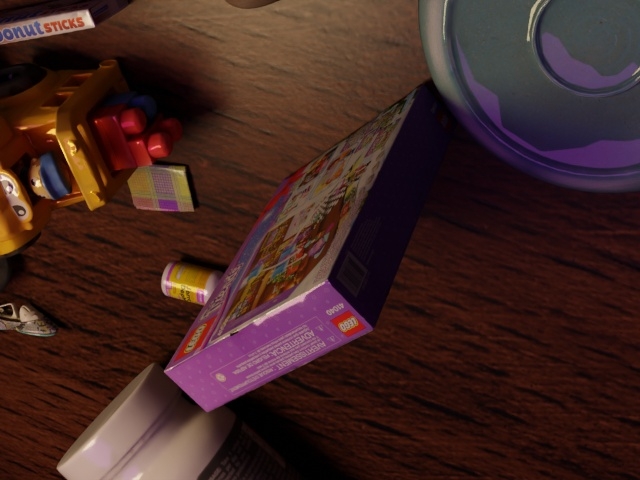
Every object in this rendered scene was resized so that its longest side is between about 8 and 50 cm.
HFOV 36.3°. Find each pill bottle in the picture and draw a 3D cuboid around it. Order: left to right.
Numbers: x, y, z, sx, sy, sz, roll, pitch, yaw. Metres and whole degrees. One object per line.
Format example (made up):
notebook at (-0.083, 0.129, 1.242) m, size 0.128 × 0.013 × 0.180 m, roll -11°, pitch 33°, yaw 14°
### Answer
pill bottle at (-0.137, 0.052, 1.119) m, size 0.083 × 0.043 × 0.043 m, roll 12°, pitch 126°, yaw 19°
pill bottle at (-0.128, 0.333, 1.197) m, size 0.363 × 0.210 × 0.210 m, roll 44°, pitch 130°, yaw -6°

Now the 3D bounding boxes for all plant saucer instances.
plant saucer at (0.225, -0.170, 0.792) m, size 0.317 × 0.044 × 0.318 m, roll 14°, pitch 126°, yaw 19°

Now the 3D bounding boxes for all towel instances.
towel at (-0.180, -0.060, 1.088) m, size 0.083 × 0.009 × 0.060 m, roll 5°, pitch 122°, yaw 23°

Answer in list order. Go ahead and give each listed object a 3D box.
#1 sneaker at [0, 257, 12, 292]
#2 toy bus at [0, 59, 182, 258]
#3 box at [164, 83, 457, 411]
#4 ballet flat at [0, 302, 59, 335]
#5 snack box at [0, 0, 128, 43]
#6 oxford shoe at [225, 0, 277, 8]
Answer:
sneaker at (-0.529, 0.065, 1.298) m, size 0.313 × 0.136 × 0.116 m, roll -17°, pitch 77°, yaw 15°
toy bus at (-0.256, -0.087, 0.981) m, size 0.211 × 0.220 × 0.150 m, roll -3°, pitch 123°, yaw 21°
box at (0.000, 0.000, 0.853) m, size 0.201 × 0.293 × 0.057 m, roll -31°, pitch 111°, yaw 38°
ballet flat at (-0.397, 0.102, 1.288) m, size 0.114 × 0.041 × 0.041 m, roll 4°, pitch 123°, yaw 23°
snack box at (-0.284, -0.225, 0.993) m, size 0.178 × 0.064 × 0.022 m, roll -2°, pitch 122°, yaw 28°
oxford shoe at (0.046, -0.248, 0.748) m, size 0.348 × 0.123 × 0.130 m, roll -22°, pitch 77°, yaw 36°
